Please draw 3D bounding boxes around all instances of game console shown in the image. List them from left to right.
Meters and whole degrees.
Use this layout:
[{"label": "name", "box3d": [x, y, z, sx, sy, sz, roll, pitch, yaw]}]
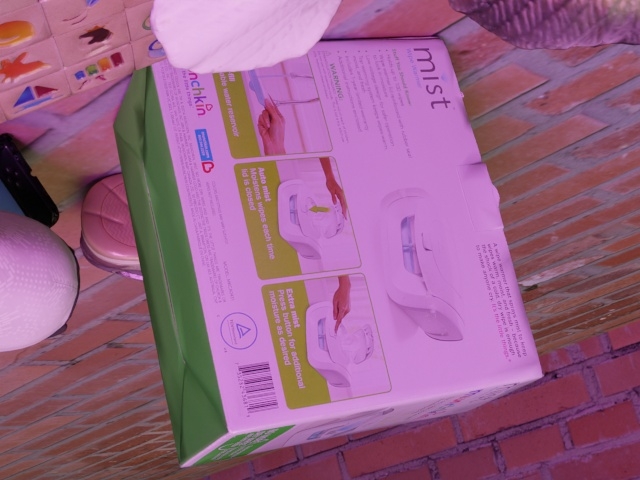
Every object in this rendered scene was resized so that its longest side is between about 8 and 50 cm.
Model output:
[{"label": "game console", "box3d": [-0.268, -0.025, 0.781, 0.122, 0.107, 0.071, -30, -175, 42]}]

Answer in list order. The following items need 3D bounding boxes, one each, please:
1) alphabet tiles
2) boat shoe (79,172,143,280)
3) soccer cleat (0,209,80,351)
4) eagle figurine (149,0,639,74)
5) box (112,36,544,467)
[{"label": "alphabet tiles", "box3d": [-0.173, -0.096, 0.524, 0.237, 0.009, 0.198, -23, 169, -11]}, {"label": "boat shoe", "box3d": [-0.070, -0.011, 0.939, 0.285, 0.103, 0.092, -3, 165, -22]}, {"label": "soccer cleat", "box3d": [-0.324, 0.019, 0.722, 0.331, 0.116, 0.143, -3, 169, 21]}, {"label": "eagle figurine", "box3d": [0.080, -0.164, 0.373, 0.226, 0.298, 0.225, -41, 137, -37]}, {"label": "box", "box3d": [0.000, 0.000, 0.746, 0.231, 0.262, 0.127, -7, 162, -26]}]
